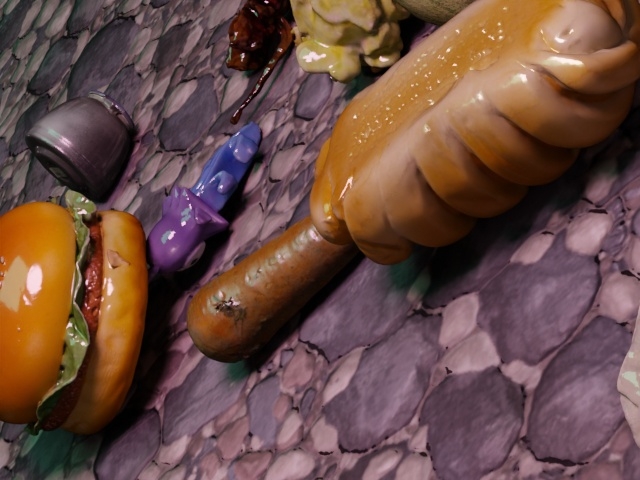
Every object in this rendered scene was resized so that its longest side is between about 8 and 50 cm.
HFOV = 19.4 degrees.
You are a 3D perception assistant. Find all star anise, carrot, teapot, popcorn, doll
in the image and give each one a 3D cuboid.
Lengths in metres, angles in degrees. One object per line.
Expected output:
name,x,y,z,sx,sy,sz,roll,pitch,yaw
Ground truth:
star anise,-0.065,-0.208,1.934,0.097,0.070,0.190,120,175,-79
carrot,0.000,0.000,1.610,0.298,0.078,0.078,-42,31,21
teapot,-0.260,-0.107,2.139,0.111,0.149,0.108,32,72,26
popcorn,0.023,-0.230,1.731,0.162,0.135,0.141,-48,44,2
doll,-0.114,-0.039,1.843,0.206,0.067,0.110,-56,11,-21

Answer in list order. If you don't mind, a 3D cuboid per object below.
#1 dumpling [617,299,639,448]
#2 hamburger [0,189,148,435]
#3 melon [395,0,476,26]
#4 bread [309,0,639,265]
dumpling,0.281,0.028,1.050,0.193,0.147,0.258,23,74,31
hamburger,-0.269,0.068,1.813,0.246,0.170,0.246,-171,90,-74
melon,0.099,-0.270,1.619,0.139,0.139,0.192,-42,66,29
bread,0.120,-0.093,1.440,0.311,0.121,0.172,-35,33,37
